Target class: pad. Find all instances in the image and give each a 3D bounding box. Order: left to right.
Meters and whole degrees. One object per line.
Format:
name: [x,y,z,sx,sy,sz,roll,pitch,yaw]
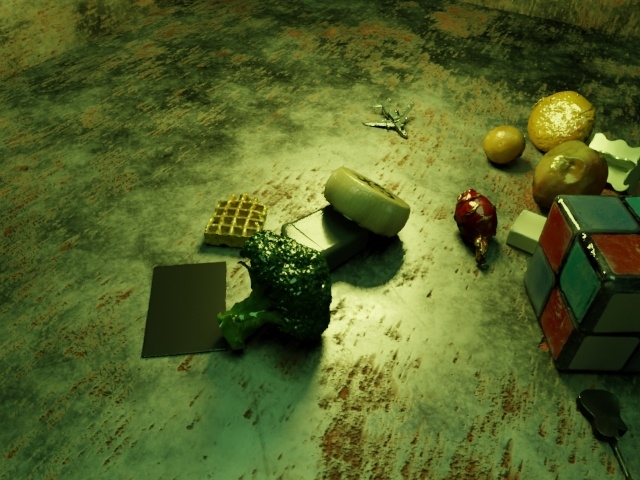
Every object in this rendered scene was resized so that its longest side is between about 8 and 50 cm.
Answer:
pad: [-0.339,0.166,1.366,0.202,0.005,0.300,-4,43,-7]

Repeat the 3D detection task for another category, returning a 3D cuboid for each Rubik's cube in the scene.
Rubik's cube: [0.706,0.099,1.262,0.315,0.314,0.319,1,42,-3]

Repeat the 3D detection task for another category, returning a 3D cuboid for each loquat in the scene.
loquat: [0.643,-0.335,1.865,0.141,0.141,0.141,1,43,-1]

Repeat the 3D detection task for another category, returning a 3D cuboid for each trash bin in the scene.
trash bin: [0.000,0.000,1.496,0.236,0.101,0.176,-29,50,-33]

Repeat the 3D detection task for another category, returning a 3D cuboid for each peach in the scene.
peach: [0.769,-0.197,1.687,0.235,0.214,0.214,-31,50,-9]

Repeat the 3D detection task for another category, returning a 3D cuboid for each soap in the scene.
soap: [0.653,-0.009,1.561,0.183,0.064,0.121,27,49,25]

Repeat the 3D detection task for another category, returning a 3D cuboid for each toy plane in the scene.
toy plane: [0.278,-0.469,2.047,0.225,0.058,0.226,-24,47,-4]

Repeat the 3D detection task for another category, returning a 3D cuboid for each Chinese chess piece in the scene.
Chinese chess piece: [0.133,-0.111,1.529,0.257,0.104,0.257,28,15,-8]

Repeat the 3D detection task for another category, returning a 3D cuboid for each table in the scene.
table: [0.970,-0.265,1.798,0.166,0.167,0.198,-27,42,-28]

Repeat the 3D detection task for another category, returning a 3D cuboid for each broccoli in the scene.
broccoli: [-0.115,0.118,1.261,0.297,0.298,0.298,-32,49,-5]

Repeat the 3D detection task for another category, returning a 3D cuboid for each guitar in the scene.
guitar: [0.617,0.419,1.122,0.088,0.025,0.233,1,42,-3]

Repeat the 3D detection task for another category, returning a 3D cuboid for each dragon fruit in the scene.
dragon fruit: [0.454,-0.033,1.548,0.125,0.125,0.246,8,56,-13]

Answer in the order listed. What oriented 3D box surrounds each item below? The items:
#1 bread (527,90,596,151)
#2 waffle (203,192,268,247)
bread: [0.872,-0.415,1.927,0.139,0.240,0.240,26,25,-42]
waffle: [-0.239,-0.067,1.587,0.160,0.055,0.211,6,42,5]
